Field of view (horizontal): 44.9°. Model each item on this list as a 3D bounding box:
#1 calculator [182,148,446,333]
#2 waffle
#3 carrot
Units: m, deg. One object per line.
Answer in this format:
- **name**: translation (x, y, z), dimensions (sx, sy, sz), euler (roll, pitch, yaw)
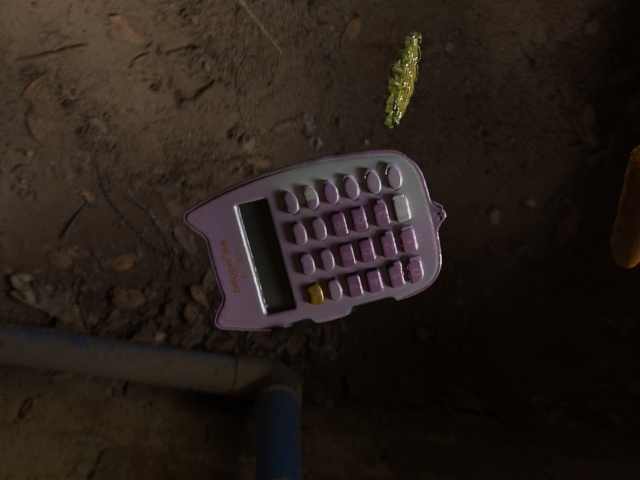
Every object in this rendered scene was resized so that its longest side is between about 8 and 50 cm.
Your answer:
- **calculator**: translation (0.000, 0.000, 0.905), dimensions (0.294, 0.043, 0.194), euler (-13, 103, 6)
- **waffle**: translation (0.159, -0.315, 1.517), dimensions (0.036, 0.183, 0.169), euler (16, 132, 13)
- **carrot**: translation (0.287, -0.022, 0.689), dimensions (0.048, 0.048, 0.139), euler (-9, 137, 0)
